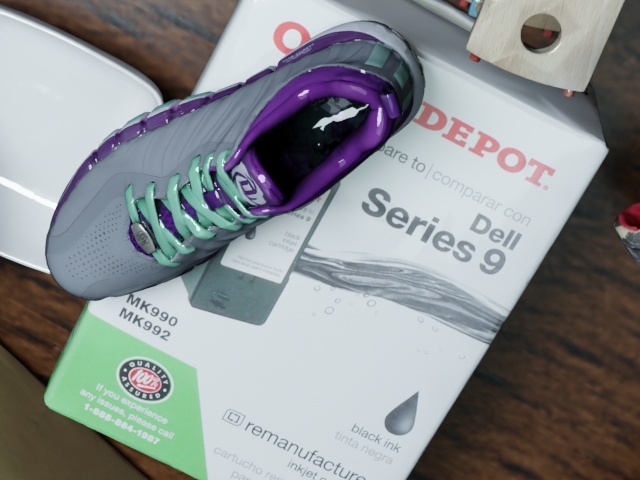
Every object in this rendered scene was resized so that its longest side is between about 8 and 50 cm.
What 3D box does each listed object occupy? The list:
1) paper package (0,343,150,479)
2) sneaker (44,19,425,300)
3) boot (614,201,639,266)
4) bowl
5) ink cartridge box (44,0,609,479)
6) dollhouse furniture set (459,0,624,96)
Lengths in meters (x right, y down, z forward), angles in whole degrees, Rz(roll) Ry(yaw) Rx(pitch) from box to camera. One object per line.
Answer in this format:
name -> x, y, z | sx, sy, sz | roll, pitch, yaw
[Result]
paper package -> -0.223, 0.199, 0.845 | 0.168, 0.325, 0.309 | -42, 105, 12
sneaker -> -0.054, -0.032, 0.739 | 0.224, 0.098, 0.083 | -33, 102, 17
boot -> 0.242, 0.104, 0.883 | 0.377, 0.138, 0.284 | -22, 105, 18
bowl -> -0.170, -0.063, 0.889 | 0.142, 0.053, 0.142 | 25, 111, -7
ink cartridge box -> 0.000, 0.000, 0.865 | 0.211, 0.121, 0.289 | 26, 111, -5
dollhouse furniture set -> 0.068, -0.178, 0.784 | 0.184, 0.129, 0.129 | 19, 112, -5
